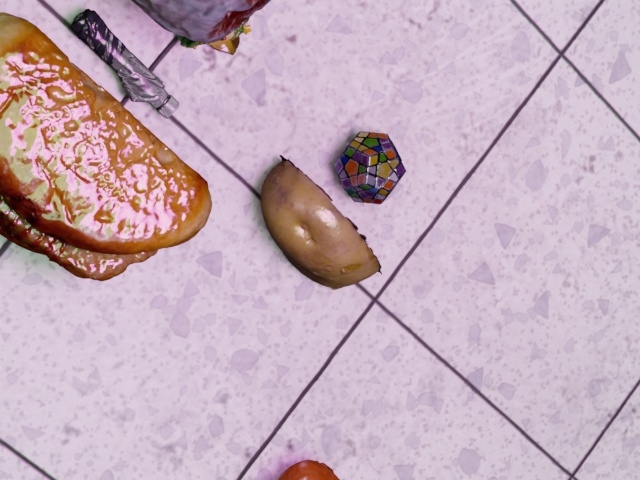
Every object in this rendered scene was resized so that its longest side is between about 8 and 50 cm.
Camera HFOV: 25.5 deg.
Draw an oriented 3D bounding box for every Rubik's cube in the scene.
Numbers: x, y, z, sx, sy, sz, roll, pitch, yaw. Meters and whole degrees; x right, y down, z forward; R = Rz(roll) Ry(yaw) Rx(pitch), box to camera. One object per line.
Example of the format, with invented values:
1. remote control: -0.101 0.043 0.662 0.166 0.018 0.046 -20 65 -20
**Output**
1. Rubik's cube: 0.074 -0.107 2.087 0.093 0.111 0.111 38 80 0

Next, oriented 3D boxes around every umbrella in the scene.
1. umbrella: -0.269 -0.238 1.938 0.050 0.046 0.188 -43 117 2

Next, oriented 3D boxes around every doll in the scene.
1. doll: -0.154 -0.307 1.982 0.113 0.077 0.078 -13 134 -51

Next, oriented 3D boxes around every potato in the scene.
1. potato: 0.000 0.000 2.047 0.098 0.138 0.243 -45 110 -8

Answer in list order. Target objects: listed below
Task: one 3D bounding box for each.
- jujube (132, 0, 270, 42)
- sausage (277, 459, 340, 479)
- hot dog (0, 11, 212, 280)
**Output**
1. jujube: -0.189 -0.406 1.836 0.226 0.226 0.317 -44 87 -13
2. sausage: -0.027 0.454 2.107 0.133 0.133 0.258 2 101 -25
3. hot dog: -0.346 -0.096 1.843 0.405 0.185 0.223 44 77 -23
